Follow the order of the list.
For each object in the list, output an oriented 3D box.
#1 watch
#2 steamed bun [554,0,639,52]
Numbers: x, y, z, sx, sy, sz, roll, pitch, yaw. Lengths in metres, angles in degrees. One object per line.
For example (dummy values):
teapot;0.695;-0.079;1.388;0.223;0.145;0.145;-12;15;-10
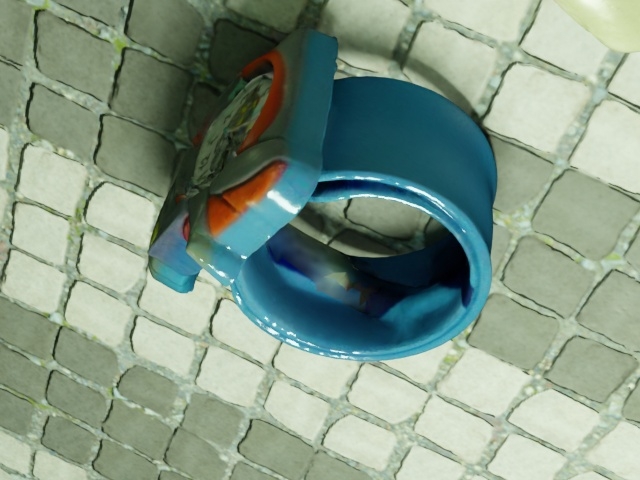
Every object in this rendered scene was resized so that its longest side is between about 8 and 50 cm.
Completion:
watch;0.000;0.000;1.112;0.275;0.241;0.305;28;135;-18
steamed bun;0.182;-0.256;0.853;0.153;0.170;0.239;-40;108;17
